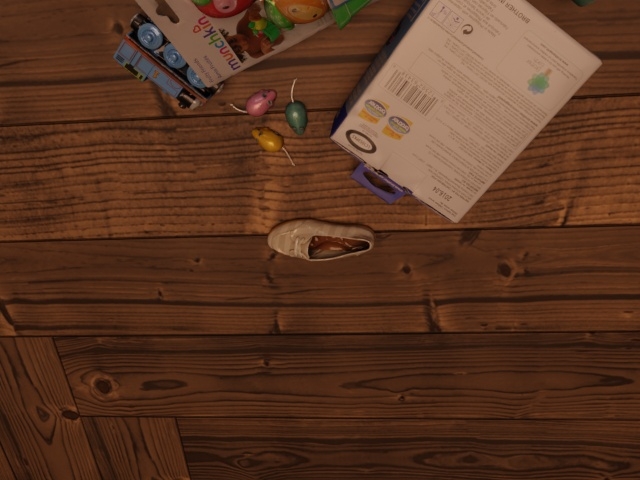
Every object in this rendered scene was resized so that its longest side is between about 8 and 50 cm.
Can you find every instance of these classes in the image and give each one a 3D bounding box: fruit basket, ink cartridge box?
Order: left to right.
[{"bbox_3d":[-0.080,-0.376,0.773,0.353,0.165,0.327,-28,151,6],"label":"fruit basket"},{"bbox_3d":[0.198,-0.219,0.926,0.270,0.151,0.395,33,113,-11],"label":"ink cartridge box"}]

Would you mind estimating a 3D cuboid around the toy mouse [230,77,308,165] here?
[{"bbox_3d":[-0.079,-0.228,1.012,0.161,0.031,0.143,32,115,-11],"label":"toy mouse"}]

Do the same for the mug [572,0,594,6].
[{"bbox_3d":[0.403,-0.436,0.809,0.097,0.129,0.157,36,111,-10],"label":"mug"}]

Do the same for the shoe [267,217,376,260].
[{"bbox_3d":[0.000,0.000,1.106,0.219,0.058,0.076,-1,117,6],"label":"shoe"}]

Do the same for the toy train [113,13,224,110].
[{"bbox_3d":[-0.258,-0.304,0.968,0.184,0.080,0.105,38,123,-16],"label":"toy train"}]
